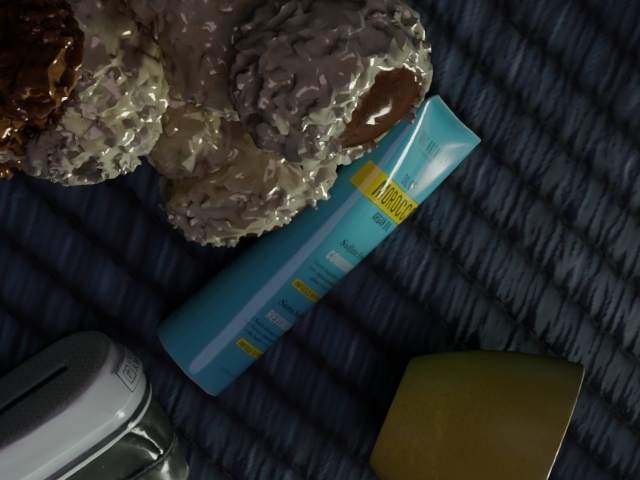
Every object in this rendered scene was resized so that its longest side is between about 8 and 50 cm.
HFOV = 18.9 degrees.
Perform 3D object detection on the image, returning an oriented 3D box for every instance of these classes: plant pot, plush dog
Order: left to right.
[{"bbox_3d":[-0.099,-0.101,0.931,0.225,0.262,0.210,-15,83,-19],"label":"plush dog"},{"bbox_3d":[0.083,0.116,1.112,0.095,0.134,0.134,22,108,5],"label":"plant pot"}]

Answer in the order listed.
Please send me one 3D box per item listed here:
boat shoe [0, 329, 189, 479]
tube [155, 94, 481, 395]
[{"bbox_3d":[-0.220,0.188,1.057,0.335,0.121,0.119,-33,112,-1],"label":"boat shoe"},{"bbox_3d":[0.000,0.000,1.071,0.207,0.052,0.080,-42,159,5],"label":"tube"}]
